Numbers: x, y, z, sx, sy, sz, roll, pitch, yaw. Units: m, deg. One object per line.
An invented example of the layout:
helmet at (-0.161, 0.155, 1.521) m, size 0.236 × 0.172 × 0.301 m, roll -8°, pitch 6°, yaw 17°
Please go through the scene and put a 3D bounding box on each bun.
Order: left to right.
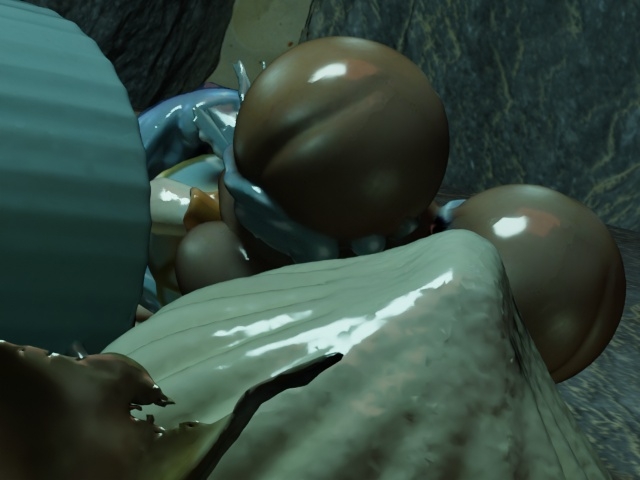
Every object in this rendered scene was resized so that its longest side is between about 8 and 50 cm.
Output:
bun at (0.028, 0.081, 0.793) m, size 0.263 × 0.175 × 0.263 m, roll 24°, pitch 17°, yaw -8°

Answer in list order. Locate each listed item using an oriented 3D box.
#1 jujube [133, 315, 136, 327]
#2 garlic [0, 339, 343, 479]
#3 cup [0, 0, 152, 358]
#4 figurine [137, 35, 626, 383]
jujube at (-0.192, 0.037, 1.189) m, size 0.176 × 0.109 × 0.112 m, roll 7°, pitch 33°, yaw -38°
garlic at (-0.178, 0.084, 0.622) m, size 0.338 × 0.196 × 0.151 m, roll 15°, pitch 24°, yaw 8°
cup at (-0.242, -0.007, 0.910) m, size 0.331 × 0.257 × 0.311 m, roll 17°, pitch 8°, yaw 41°
figurine at (0.000, 0.001, 1.318) m, size 0.276 × 0.248 × 0.388 m, roll 34°, pitch 3°, yaw -21°
